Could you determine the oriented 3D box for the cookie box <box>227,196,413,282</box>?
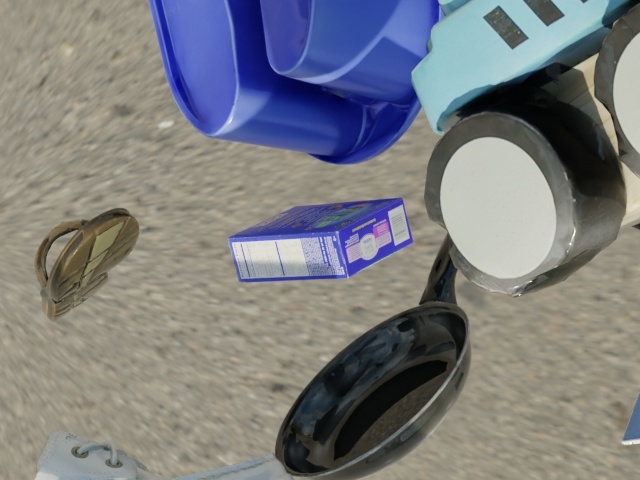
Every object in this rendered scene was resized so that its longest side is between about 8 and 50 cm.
[{"bbox_3d":[0.000,0.000,1.492,0.092,0.107,0.040,-27,109,-49],"label":"cookie box"}]

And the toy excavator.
[{"bbox_3d":[0.184,-0.248,1.070,0.222,0.433,0.445,-18,80,-45],"label":"toy excavator"}]

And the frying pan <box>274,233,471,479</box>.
[{"bbox_3d":[0.060,0.093,1.646,0.197,0.326,0.053,-29,112,28],"label":"frying pan"}]

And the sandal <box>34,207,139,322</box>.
[{"bbox_3d":[-0.226,0.014,1.801,0.090,0.219,0.060,-33,84,-20],"label":"sandal"}]

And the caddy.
[{"bbox_3d":[-0.014,-0.231,1.650,0.179,0.241,0.341,2,65,-39],"label":"caddy"}]

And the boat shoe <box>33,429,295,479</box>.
[{"bbox_3d":[-0.154,0.165,1.243,0.277,0.098,0.096,-14,78,-6],"label":"boat shoe"}]

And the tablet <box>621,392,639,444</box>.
[{"bbox_3d":[0.288,0.147,1.657,0.054,0.083,0.006,-12,111,26],"label":"tablet"}]
